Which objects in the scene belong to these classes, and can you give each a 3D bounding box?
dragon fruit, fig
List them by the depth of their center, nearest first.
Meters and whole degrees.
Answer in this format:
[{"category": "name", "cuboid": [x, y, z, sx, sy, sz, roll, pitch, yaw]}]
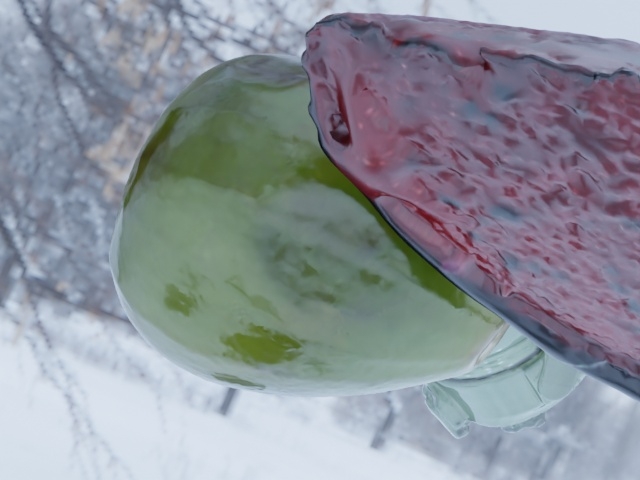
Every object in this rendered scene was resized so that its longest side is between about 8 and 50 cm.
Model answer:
[{"category": "dragon fruit", "cuboid": [0.171, -0.009, 0.729, 0.343, 0.100, 0.282, 16, -35, 27]}, {"category": "fig", "cuboid": [-0.003, -0.009, 0.893, 0.230, 0.207, 0.207, 5, -12, 28]}]

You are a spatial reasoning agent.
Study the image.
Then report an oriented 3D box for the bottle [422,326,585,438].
[{"category": "bottle", "cuboid": [0.137, 0.015, 1.356, 0.352, 0.229, 0.229, 54, -18, -26]}]
